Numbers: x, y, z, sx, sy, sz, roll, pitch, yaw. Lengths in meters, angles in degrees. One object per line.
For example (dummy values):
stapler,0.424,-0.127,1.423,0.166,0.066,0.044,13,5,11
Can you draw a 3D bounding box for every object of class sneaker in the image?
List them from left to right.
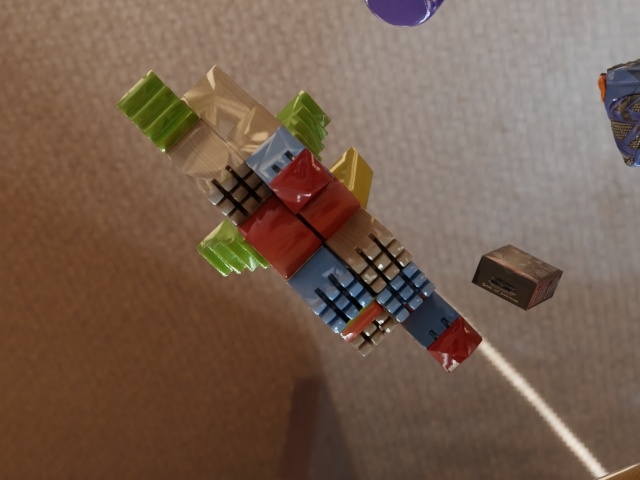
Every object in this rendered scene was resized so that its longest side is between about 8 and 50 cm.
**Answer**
sneaker,0.318,-0.106,1.224,0.083,0.087,0.221,7,167,-44

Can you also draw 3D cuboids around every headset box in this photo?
headset box,0.187,0.035,1.519,0.062,0.083,0.032,27,111,20

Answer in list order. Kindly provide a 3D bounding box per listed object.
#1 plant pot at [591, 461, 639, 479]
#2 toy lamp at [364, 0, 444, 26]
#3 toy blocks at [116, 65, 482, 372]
plant pot,0.303,0.332,1.593,0.254,0.237,0.237,-39,121,7
toy lamp,0.087,-0.260,1.104,0.080,0.275,0.080,12,144,9
toy blocks,0.000,0.000,1.529,0.191,0.261,0.381,-44,131,-1
